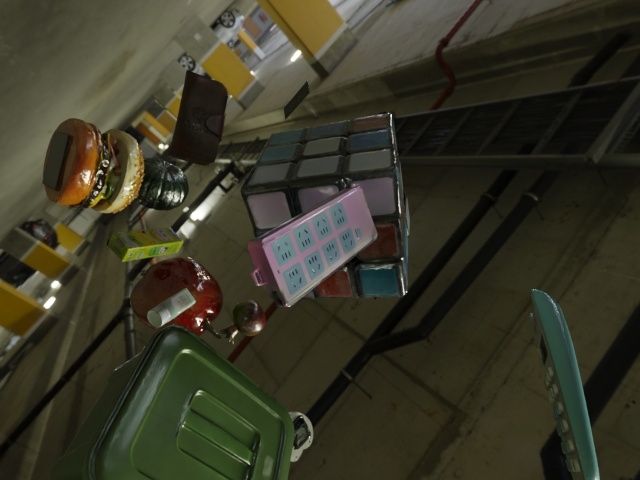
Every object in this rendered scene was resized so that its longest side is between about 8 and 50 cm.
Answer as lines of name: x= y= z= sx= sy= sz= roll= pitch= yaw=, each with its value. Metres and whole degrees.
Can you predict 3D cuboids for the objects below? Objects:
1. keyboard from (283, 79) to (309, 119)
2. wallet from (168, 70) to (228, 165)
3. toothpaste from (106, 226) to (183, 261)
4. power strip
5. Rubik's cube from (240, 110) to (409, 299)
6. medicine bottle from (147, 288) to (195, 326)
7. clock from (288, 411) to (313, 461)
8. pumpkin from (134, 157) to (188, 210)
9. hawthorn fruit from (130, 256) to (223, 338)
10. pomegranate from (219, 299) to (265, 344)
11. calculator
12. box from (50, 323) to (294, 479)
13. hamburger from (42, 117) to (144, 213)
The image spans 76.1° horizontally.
keyboard: x=-0.102 y=-0.584 z=1.707 sx=0.198 sy=0.010 sz=0.064 roll=-31 pitch=-120 yaw=49
wallet: x=-0.348 y=-0.351 z=1.190 sx=0.031 sy=0.137 sz=0.255 roll=4 pitch=-97 yaw=66
toothpaste: x=-0.777 y=0.013 z=1.836 sx=0.077 sy=0.110 sz=0.327 roll=-55 pitch=163 yaw=20
power strip: x=0.000 y=0.000 z=0.671 sx=0.037 sy=0.109 sz=0.279 roll=-7 pitch=-161 yaw=44
Rubik's cube: x=0.036 y=-0.085 z=1.048 sx=0.362 sy=0.359 sz=0.363 roll=-2 pitch=-147 yaw=14
medicine bottle: x=-0.410 y=0.186 z=1.118 sx=0.074 sy=0.055 sz=0.118 roll=-31 pitch=-177 yaw=29
clock: x=-0.098 y=0.771 z=1.641 sx=0.064 sy=0.172 sz=0.198 roll=-21 pitch=179 yaw=32
pumpkin: x=-0.598 y=-0.207 z=1.508 sx=0.162 sy=0.220 sz=0.220 roll=-57 pitch=-160 yaw=26
hawthorn fruit: x=-0.470 y=0.226 z=1.426 sx=0.369 sy=0.285 sz=0.285 roll=32 pitch=-103 yaw=20
pomegranate: x=-0.261 y=0.279 z=1.407 sx=0.129 sy=0.129 sz=0.159 roll=-20 pitch=-166 yaw=43
calculator: x=0.490 y=0.309 z=0.828 sx=0.054 sy=0.256 sz=0.386 roll=-9 pitch=-119 yaw=22
box: x=-0.209 y=0.328 z=0.634 sx=0.177 sy=0.329 sz=0.253 roll=-30 pitch=-153 yaw=26
hamburger: x=-0.680 y=-0.215 z=1.237 sx=0.291 sy=0.225 sz=0.291 roll=-7 pitch=-102 yaw=36
